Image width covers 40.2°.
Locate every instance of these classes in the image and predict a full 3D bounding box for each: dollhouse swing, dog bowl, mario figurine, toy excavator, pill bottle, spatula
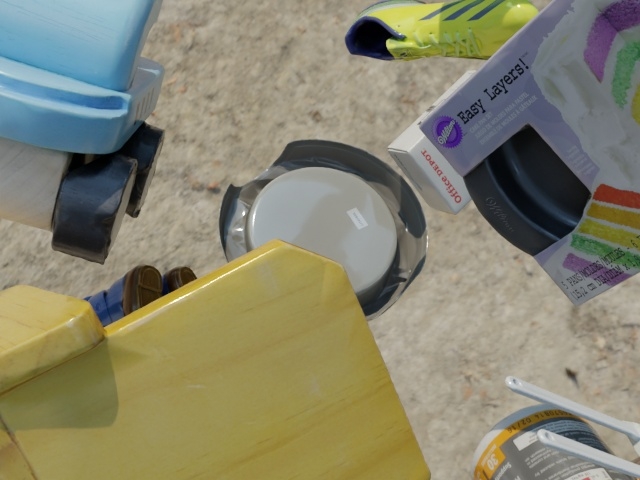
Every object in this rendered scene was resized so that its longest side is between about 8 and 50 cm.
[{"bbox_3d":[-0.137,0.176,0.794,0.305,0.315,0.347,-33,110,-28],"label":"dollhouse swing"},{"bbox_3d":[0.000,0.000,1.461,0.348,0.102,0.349,5,61,-9],"label":"dog bowl"},{"bbox_3d":[-0.289,0.144,1.117,0.198,0.320,0.170,43,39,-33],"label":"mario figurine"},{"bbox_3d":[-0.233,-0.257,0.898,0.222,0.445,0.433,18,19,-7],"label":"toy excavator"},{"bbox_3d":[0.286,0.319,0.941,0.162,0.162,0.278,16,22,-25],"label":"pill bottle"},{"bbox_3d":[0.268,0.198,0.758,0.242,0.019,0.168,22,28,-22],"label":"spatula"}]

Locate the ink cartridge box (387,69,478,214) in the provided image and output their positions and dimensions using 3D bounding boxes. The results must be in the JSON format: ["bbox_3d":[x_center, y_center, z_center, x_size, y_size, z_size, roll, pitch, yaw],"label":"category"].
[{"bbox_3d":[0.237,-0.164,1.466,0.203,0.086,0.148,-45,112,-8],"label":"ink cartridge box"}]

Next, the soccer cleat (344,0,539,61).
[{"bbox_3d":[0.153,-0.265,1.138,0.121,0.289,0.093,-38,124,-30],"label":"soccer cleat"}]

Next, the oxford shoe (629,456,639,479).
[{"bbox_3d":[0.606,0.460,1.647,0.363,0.133,0.130,-35,54,-6],"label":"oxford shoe"}]

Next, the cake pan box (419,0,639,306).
[{"bbox_3d":[0.251,-0.092,0.797,0.246,0.267,0.070,51,47,1],"label":"cake pan box"}]
